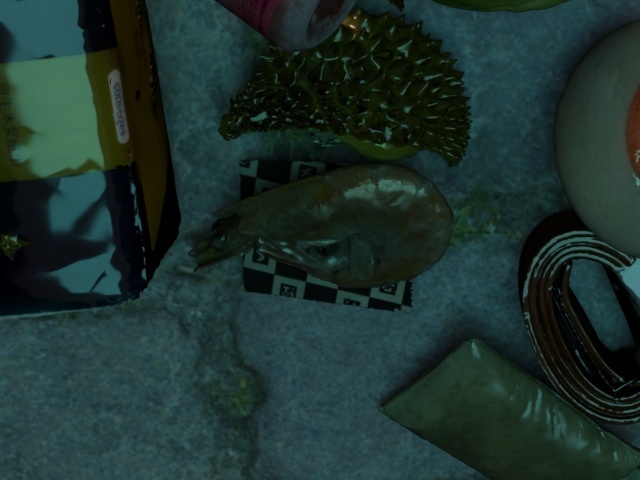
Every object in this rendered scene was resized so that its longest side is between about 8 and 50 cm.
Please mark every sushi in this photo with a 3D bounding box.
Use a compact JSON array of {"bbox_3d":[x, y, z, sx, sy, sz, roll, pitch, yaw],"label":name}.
[{"bbox_3d":[0.011,-0.015,1.786,0.210,0.040,0.193,5,115,11],"label":"sushi"}]

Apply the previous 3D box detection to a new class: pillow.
[{"bbox_3d":[0.243,0.245,1.865,0.302,0.075,0.185,34,126,-15],"label":"pillow"}]

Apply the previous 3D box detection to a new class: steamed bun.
[{"bbox_3d":[0.403,-0.114,1.664,0.283,0.177,0.283,0,90,-9],"label":"steamed bun"}]

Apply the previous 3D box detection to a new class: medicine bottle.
[{"bbox_3d":[-0.080,-0.317,1.597,0.247,0.147,0.147,38,106,14],"label":"medicine bottle"}]

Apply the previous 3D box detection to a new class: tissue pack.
[{"bbox_3d":[-0.309,-0.155,1.614,0.253,0.264,0.417,-7,108,5],"label":"tissue pack"}]

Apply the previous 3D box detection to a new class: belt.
[{"bbox_3d":[0.340,0.090,1.809,0.184,0.105,0.261,-30,102,9],"label":"belt"}]

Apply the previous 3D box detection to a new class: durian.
[{"bbox_3d":[0.038,-0.164,1.699,0.306,0.166,0.172,-2,72,-14],"label":"durian"}]

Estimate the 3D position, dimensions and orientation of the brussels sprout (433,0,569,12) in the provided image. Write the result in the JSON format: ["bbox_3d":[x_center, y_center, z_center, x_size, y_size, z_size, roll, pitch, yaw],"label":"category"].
[{"bbox_3d":[0.185,-0.403,1.557,0.344,0.268,0.344,-9,134,-9],"label":"brussels sprout"}]

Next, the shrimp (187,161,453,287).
[{"bbox_3d":[0.000,0.000,1.732,0.317,0.077,0.168,-13,119,18],"label":"shrimp"}]

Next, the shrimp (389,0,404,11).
[{"bbox_3d":[0.026,-0.385,1.652,0.154,0.062,0.294,-29,107,2],"label":"shrimp"}]
